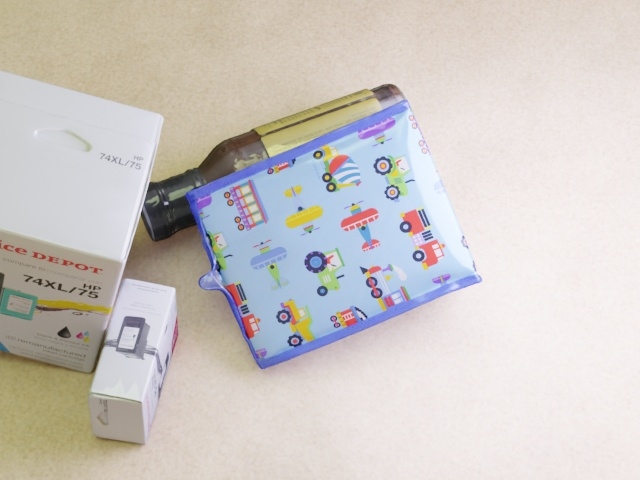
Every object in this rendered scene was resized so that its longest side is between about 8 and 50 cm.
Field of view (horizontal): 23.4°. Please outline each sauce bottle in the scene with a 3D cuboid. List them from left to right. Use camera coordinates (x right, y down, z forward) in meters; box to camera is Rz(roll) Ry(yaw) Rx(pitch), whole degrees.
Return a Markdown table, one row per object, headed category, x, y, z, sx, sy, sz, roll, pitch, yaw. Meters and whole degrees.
| category | x | y | z | sx | sy | sz | roll | pitch | yaw |
| --- | --- | --- | --- | --- | --- | --- | --- | --- | --- |
| sauce bottle | -0.054 | -0.089 | 1.864 | 0.344 | 0.111 | 0.111 | -19 | 58 | -11 |

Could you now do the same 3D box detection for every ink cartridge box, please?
| category | x | y | z | sx | sy | sz | roll | pitch | yaw |
| --- | --- | --- | --- | --- | --- | --- | --- | --- | --- |
| ink cartridge box | -0.306 | -0.017 | 1.698 | 0.198 | 0.270 | 0.197 | 15 | 57 | -7 |
| ink cartridge box | -0.206 | 0.137 | 1.715 | 0.063 | 0.109 | 0.150 | 11 | 57 | 3 |

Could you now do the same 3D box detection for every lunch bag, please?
| category | x | y | z | sx | sy | sz | roll | pitch | yaw |
| --- | --- | --- | --- | --- | --- | --- | --- | --- | --- |
| lunch bag | 0.000 | 0.000 | 1.756 | 0.293 | 0.138 | 0.221 | -23 | 92 | -5 |
